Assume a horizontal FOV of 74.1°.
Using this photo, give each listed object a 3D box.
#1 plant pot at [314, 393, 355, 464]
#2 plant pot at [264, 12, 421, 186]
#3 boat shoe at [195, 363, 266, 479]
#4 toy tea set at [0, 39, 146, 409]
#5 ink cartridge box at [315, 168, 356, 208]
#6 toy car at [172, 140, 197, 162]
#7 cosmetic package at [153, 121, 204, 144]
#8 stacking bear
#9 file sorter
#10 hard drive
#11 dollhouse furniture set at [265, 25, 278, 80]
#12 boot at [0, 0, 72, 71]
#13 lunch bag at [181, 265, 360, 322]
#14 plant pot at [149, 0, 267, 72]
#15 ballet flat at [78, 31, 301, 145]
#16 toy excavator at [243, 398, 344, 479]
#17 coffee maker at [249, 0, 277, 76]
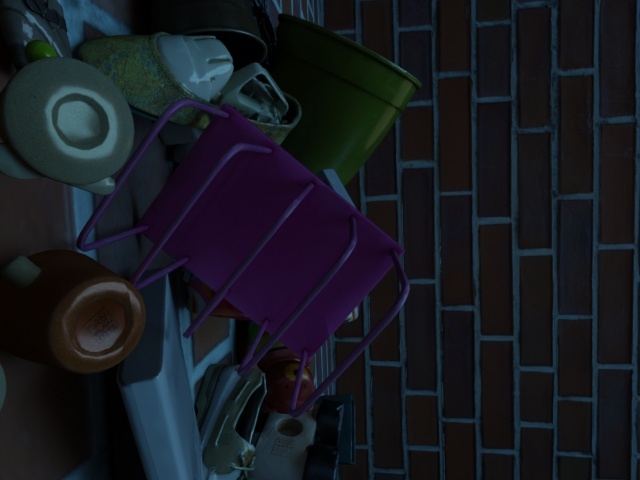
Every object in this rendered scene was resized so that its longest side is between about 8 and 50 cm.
[{"bbox_3d":[-0.025,0.522,1.170,0.166,0.234,0.165,77,14,-60],"label":"plant pot"},{"bbox_3d":[-0.002,-0.293,1.046,0.353,0.366,0.366,-64,-179,18],"label":"plant pot"},{"bbox_3d":[-0.160,0.346,0.695,0.113,0.103,0.302,79,12,-50],"label":"boat shoe"},{"bbox_3d":[-0.242,-0.028,0.296,0.200,0.124,0.336,-12,105,-52],"label":"toy tea set"},{"bbox_3d":[0.000,0.000,0.898,0.045,0.223,0.224,-15,75,-47],"label":"ink cartridge box"},{"bbox_3d":[-0.155,-0.100,0.713,0.182,0.136,0.159,-72,158,-69],"label":"toy car"},{"bbox_3d":[-0.205,-0.198,0.653,0.041,0.060,0.115,78,12,-46],"label":"cosmetic package"},{"bbox_3d":[-0.080,0.232,0.937,0.164,0.175,0.289,-54,-147,40],"label":"stacking bear"},{"bbox_3d":[-0.072,0.013,0.473,0.202,0.291,0.182,-50,-176,11],"label":"file sorter"},{"bbox_3d":[-0.179,0.215,0.508,0.203,0.040,0.307,-125,-150,-60],"label":"hard drive"},{"bbox_3d":[-0.147,-0.532,1.172,0.182,0.101,0.161,65,0,-70],"label":"dollhouse furniture set"},{"bbox_3d":[-0.250,-0.180,0.400,0.118,0.042,0.087,81,1,-80],"label":"boot"},{"bbox_3d":[-0.073,0.067,0.717,0.258,0.293,0.120,-59,151,-77],"label":"lunch bag"},{"bbox_3d":[-0.174,-0.342,0.607,0.167,0.167,0.165,-24,104,-82],"label":"plant pot"},{"bbox_3d":[-0.139,-0.208,0.576,0.348,0.123,0.123,3,84,-62],"label":"ballet flat"},{"bbox_3d":[-0.094,0.599,0.858,0.433,0.222,0.445,-61,157,-73],"label":"toy excavator"},{"bbox_3d":[-0.165,-0.453,0.890,0.171,0.120,0.178,-152,-122,-70],"label":"coffee maker"}]
